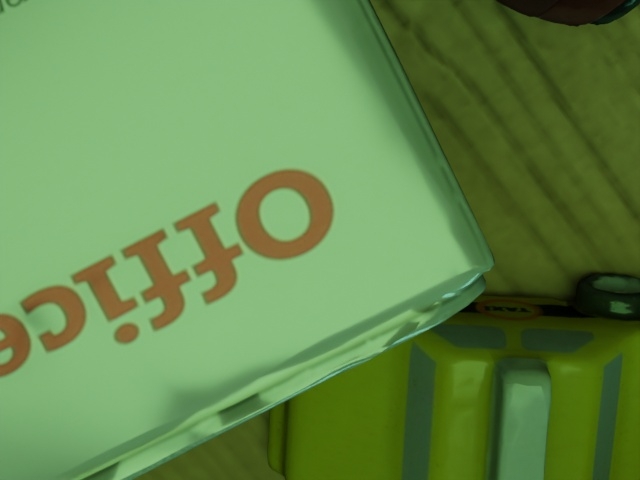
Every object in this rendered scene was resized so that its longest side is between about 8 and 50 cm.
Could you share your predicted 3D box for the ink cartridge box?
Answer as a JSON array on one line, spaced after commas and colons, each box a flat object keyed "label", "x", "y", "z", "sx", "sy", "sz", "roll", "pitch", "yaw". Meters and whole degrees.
[{"label": "ink cartridge box", "x": -0.161, "y": -0.105, "z": 0.553, "sx": 0.285, "sy": 0.166, "sz": 0.395, "roll": -26, "pitch": 94, "yaw": 5}]

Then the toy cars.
[{"label": "toy cars", "x": 0.000, "y": 0.000, "z": 0.693, "sx": 0.394, "sy": 0.087, "sz": 0.176, "roll": 43, "pitch": 98, "yaw": -13}]

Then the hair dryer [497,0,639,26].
[{"label": "hair dryer", "x": 0.109, "y": -0.166, "z": 0.619, "sx": 0.294, "sy": 0.080, "sz": 0.223, "roll": 8, "pitch": 136, "yaw": 8}]
